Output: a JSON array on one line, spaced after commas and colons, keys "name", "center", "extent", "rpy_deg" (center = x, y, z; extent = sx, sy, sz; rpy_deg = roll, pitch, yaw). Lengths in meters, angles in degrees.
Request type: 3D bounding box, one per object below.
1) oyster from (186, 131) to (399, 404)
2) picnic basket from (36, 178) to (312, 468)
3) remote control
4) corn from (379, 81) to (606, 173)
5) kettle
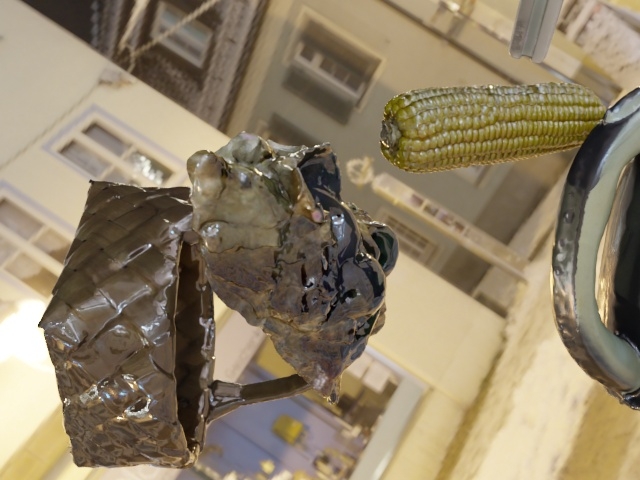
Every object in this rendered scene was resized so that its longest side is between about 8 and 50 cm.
[{"name": "oyster", "center": [-0.005, -0.008, 0.845], "extent": [0.361, 0.096, 0.221], "rpy_deg": [53, -148, -47]}, {"name": "picnic basket", "center": [-0.115, 0.087, 1.023], "extent": [0.337, 0.337, 0.293], "rpy_deg": [-50, -32, -45]}, {"name": "remote control", "center": [0.268, -0.337, 1.050], "extent": [0.277, 0.056, 0.103], "rpy_deg": [89, -161, -60]}, {"name": "corn", "center": [0.165, -0.113, 0.863], "extent": [0.231, 0.080, 0.080], "rpy_deg": [-10, -25, -17]}, {"name": "kettle", "center": [0.344, -0.010, 0.836], "extent": [0.228, 0.321, 0.324], "rpy_deg": [-144, 51, -62]}]
